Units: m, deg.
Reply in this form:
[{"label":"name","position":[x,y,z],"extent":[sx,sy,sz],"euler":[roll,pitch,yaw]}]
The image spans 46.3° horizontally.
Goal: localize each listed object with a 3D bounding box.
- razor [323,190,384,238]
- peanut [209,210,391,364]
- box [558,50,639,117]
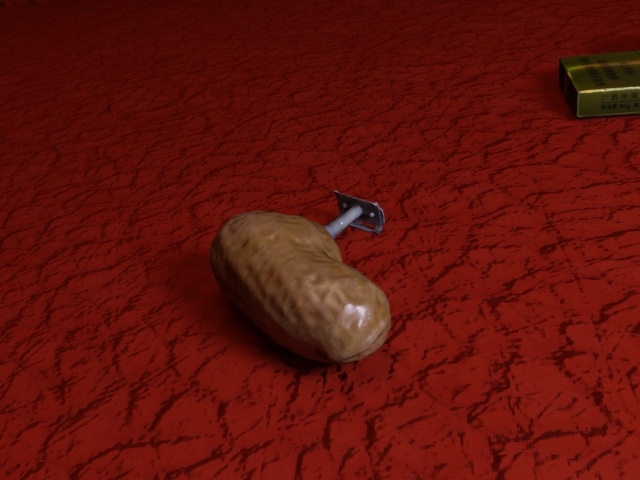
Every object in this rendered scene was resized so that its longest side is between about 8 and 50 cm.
[{"label":"razor","position":[0.000,0.000,0.791],"extent":[0.068,0.040,0.135],"euler":[19,46,41]},{"label":"peanut","position":[-0.022,0.035,0.660],"extent":[0.108,0.095,0.226],"euler":[-39,38,-12]},{"label":"box","position":[0.507,-0.229,1.051],"extent":[0.311,0.043,0.173],"euler":[-2,29,10]}]
